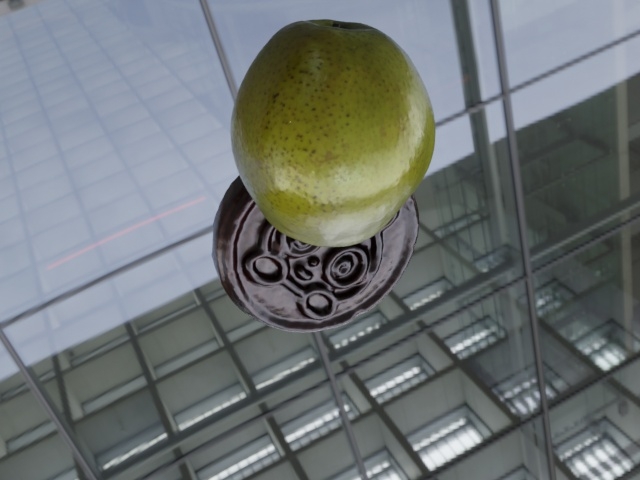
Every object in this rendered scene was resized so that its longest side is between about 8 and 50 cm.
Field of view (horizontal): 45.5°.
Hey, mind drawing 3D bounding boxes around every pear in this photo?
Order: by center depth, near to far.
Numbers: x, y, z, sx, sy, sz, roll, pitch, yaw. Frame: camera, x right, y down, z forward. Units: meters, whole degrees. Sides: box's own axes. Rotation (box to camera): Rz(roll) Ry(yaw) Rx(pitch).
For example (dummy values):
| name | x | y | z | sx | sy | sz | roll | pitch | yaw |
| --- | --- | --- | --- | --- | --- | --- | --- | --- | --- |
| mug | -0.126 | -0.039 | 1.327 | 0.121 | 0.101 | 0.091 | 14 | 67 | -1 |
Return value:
| name | x | y | z | sx | sy | sz | roll | pitch | yaw |
| --- | --- | --- | --- | --- | --- | --- | --- | --- | --- |
| pear | 0.017 | -0.142 | 0.986 | 0.294 | 0.294 | 0.294 | -12 | -146 | 8 |

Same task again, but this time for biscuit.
| name | x | y | z | sx | sy | sz | roll | pitch | yaw |
| --- | --- | --- | --- | --- | --- | --- | --- | --- | --- |
| biscuit | 0.000 | 0.000 | 1.434 | 0.407 | 0.408 | 0.091 | -23 | -149 | -9 |
